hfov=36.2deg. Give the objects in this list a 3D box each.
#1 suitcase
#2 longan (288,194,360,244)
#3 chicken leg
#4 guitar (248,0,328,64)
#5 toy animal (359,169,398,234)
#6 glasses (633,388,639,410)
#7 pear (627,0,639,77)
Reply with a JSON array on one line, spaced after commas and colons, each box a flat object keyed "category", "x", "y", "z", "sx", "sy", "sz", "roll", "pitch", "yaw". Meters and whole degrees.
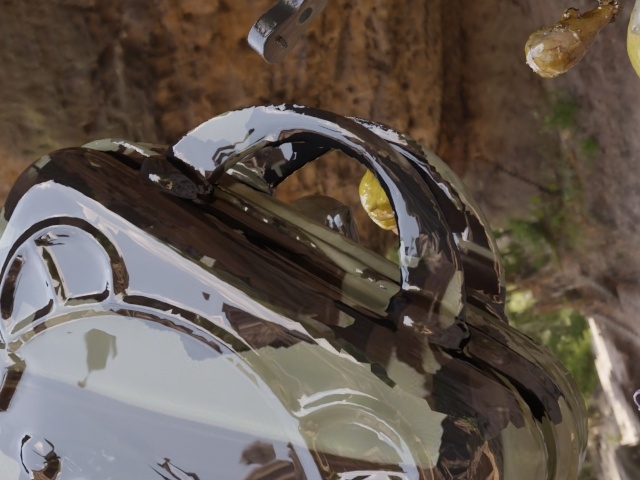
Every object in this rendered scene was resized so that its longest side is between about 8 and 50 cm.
[{"category": "suitcase", "x": -0.032, "y": 0.093, "z": 0.541, "sx": 0.339, "sy": 0.351, "sz": 0.194, "roll": -65, "pitch": -22, "yaw": 8}, {"category": "longan", "x": 0.000, "y": 0.000, "z": 1.071, "sx": 0.106, "sy": 0.119, "sz": 0.106, "roll": 14, "pitch": -117, "yaw": -30}, {"category": "chicken leg", "x": 0.434, "y": -0.354, "z": 1.688, "sx": 0.085, "sy": 0.207, "sz": 0.101, "roll": 55, "pitch": 165, "yaw": -10}, {"category": "guitar", "x": 0.014, "y": -0.339, "z": 1.263, "sx": 0.038, "sy": 0.271, "sz": 0.084, "roll": 46, "pitch": -175, "yaw": 12}, {"category": "toy animal", "x": 0.099, "y": -0.045, "z": 1.467, "sx": 0.159, "sy": 0.070, "sz": 0.083, "roll": 65, "pitch": -135, "yaw": -62}, {"category": "glasses", "x": 0.444, "y": 0.152, "z": 1.187, "sx": 0.104, "sy": 0.062, "sz": 0.140, "roll": -59, "pitch": 8, "yaw": -33}, {"category": "pear", "x": 0.420, "y": -0.229, "z": 1.069, "sx": 0.178, "sy": 0.178, "sz": 0.178, "roll": -17, "pitch": -90, "yaw": -82}]
